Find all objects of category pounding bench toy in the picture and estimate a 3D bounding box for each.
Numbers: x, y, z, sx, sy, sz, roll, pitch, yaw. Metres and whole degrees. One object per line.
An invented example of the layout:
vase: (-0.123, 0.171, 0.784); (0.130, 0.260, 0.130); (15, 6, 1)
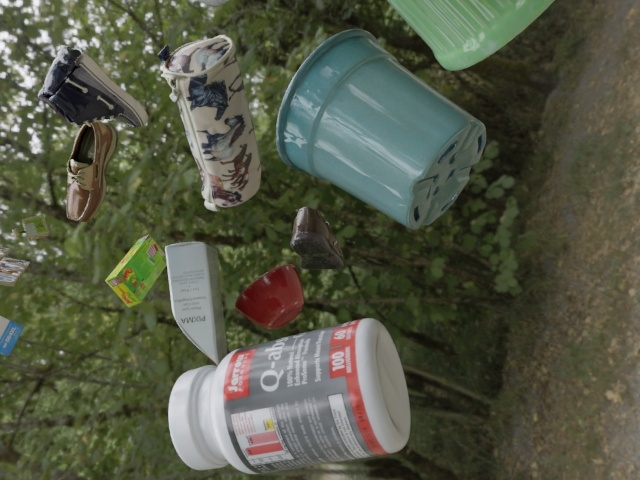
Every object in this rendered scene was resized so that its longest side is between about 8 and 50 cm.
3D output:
pounding bench toy: (-0.782, -0.029, 1.492); (0.065, 0.083, 0.052); (-18, 91, 60)

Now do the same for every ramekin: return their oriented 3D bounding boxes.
ramekin: (0.227, -0.405, 0.766); (0.303, 0.148, 0.303); (-48, 19, 23)

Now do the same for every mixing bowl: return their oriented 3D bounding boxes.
mixing bowl: (-0.108, 0.154, 1.369); (0.181, 0.098, 0.181); (-33, -19, -13)

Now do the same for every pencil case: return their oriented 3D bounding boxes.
pencil case: (-0.249, -0.260, 1.311); (0.183, 0.160, 0.410); (-37, -37, -26)

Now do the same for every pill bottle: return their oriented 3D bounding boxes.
pill bottle: (-0.052, 0.267, 0.921); (0.210, 0.362, 0.210); (-16, -90, -73)

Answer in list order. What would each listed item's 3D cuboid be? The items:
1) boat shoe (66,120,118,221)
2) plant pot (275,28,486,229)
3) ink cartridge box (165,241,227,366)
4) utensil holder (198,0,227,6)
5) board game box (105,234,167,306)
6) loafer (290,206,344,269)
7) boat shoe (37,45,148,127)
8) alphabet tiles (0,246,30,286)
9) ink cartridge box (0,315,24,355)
boat shoe: (-0.738, -0.222, 1.732); (0.120, 0.122, 0.324); (7, -84, -79)
plant pot: (0.140, -0.214, 1.180); (0.341, 0.334, 0.341); (-38, -28, -25)
ink cartridge box: (-0.272, 0.203, 1.274); (0.308, 0.091, 0.385); (149, 116, -83)
utensil holder: (-0.216, -0.449, 0.488); (0.327, 0.385, 0.328); (-33, 49, 49)
board game box: (-0.464, 0.075, 1.422); (0.092, 0.043, 0.181); (56, -153, -24)
loafer: (0.000, 0.000, 1.612); (0.366, 0.133, 0.130); (73, -162, -73)
boat shoe: (-0.618, -0.366, 1.519); (0.158, 0.127, 0.340); (-64, -26, -11)
alphabet tiles: (-0.552, 0.022, 0.838); (0.237, 0.198, 0.009); (-156, 80, -68)
ink cartridge box: (-0.874, 0.202, 1.371); (0.203, 0.148, 0.086); (51, -129, -48)
